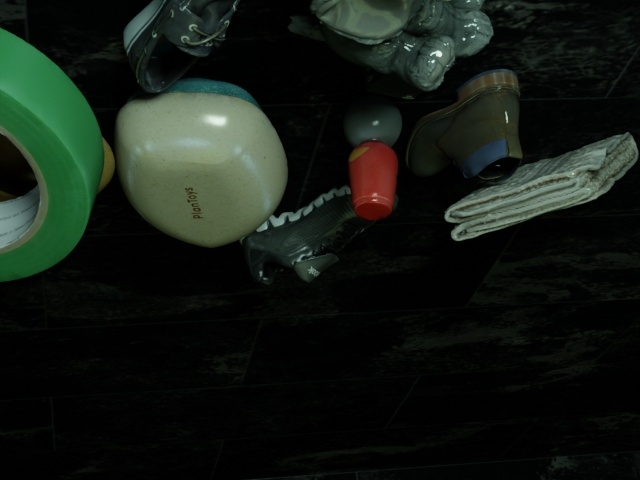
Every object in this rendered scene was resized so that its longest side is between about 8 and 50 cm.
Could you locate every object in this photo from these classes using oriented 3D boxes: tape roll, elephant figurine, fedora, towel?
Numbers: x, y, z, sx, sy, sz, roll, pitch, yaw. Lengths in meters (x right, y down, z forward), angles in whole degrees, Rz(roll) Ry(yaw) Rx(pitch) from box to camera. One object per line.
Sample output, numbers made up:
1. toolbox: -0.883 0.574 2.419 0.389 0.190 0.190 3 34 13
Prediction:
1. tape roll: -0.382 -0.088 1.378 0.321 0.077 0.321 5 139 4
2. elephant figurine: 0.059 -0.253 1.196 0.186 0.169 0.239 -40 151 -4
3. fedora: -0.313 -0.110 1.480 0.194 0.079 0.194 -2 147 -1
4. towel: 0.268 -0.070 1.643 0.187 0.049 0.282 -17 -175 24

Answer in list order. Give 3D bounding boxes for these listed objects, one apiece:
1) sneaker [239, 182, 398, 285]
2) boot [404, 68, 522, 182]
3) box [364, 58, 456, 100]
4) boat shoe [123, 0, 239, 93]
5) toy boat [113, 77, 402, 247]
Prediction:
1. sneaker: 0.000 0.000 1.785 0.234 0.106 0.078 -18 155 23
2. boot: 0.164 -0.101 1.603 0.082 0.106 0.219 4 154 -24
3. box: 0.092 -0.193 1.444 0.062 0.052 0.083 10 152 -31
4. boat shoe: -0.122 -0.206 1.300 0.080 0.076 0.228 -2 162 -37
5. toy boat: -0.068 -0.097 1.537 0.318 0.148 0.267 1 151 0
